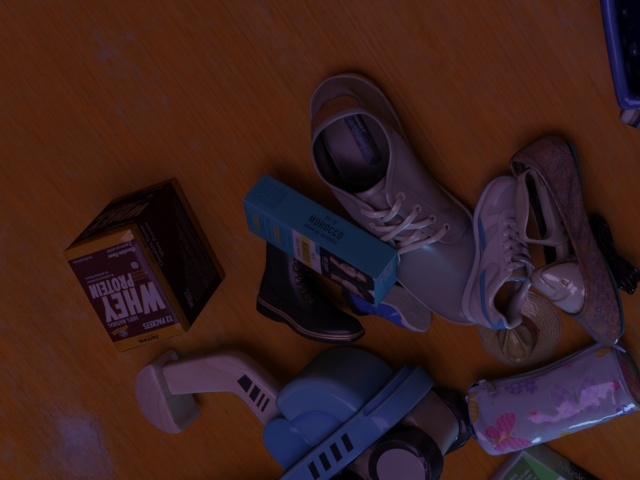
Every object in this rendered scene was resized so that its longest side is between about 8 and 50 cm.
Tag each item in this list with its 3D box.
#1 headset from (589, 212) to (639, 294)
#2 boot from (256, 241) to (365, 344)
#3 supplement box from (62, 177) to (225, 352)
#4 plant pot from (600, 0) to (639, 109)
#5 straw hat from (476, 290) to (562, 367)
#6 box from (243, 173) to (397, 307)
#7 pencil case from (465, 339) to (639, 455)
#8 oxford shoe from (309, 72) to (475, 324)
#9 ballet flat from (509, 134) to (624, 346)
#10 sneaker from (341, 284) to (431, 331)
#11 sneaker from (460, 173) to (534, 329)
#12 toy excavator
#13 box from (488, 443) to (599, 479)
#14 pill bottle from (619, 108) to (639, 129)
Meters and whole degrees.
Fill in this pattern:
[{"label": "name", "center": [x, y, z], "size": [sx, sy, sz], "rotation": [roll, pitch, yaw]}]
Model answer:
[{"label": "headset", "center": [0.539, -0.033, 1.727], "size": [0.394, 0.243, 0.185], "rotation": [-38, 76, 46]}, {"label": "boot", "center": [-0.017, 0.074, 1.994], "size": [0.198, 0.077, 0.137], "rotation": [18, 116, 27]}, {"label": "supplement box", "center": [-0.274, 0.038, 2.000], "size": [0.129, 0.194, 0.191], "rotation": [-17, 111, 23]}, {"label": "plant pot", "center": [0.478, -0.318, 1.588], "size": [0.236, 0.212, 0.235], "rotation": [-6, 114, 19]}, {"label": "straw hat", "center": [0.306, 0.153, 1.969], "size": [0.145, 0.061, 0.144], "rotation": [7, 119, 13]}, {"label": "box", "center": [0.000, 0.000, 1.919], "size": [0.244, 0.060, 0.100], "rotation": [31, 157, 18]}, {"label": "pencil case", "center": [0.364, 0.243, 1.970], "size": [0.273, 0.113, 0.124], "rotation": [-22, 84, 25]}, {"label": "oxford shoe", "center": [0.119, -0.041, 1.885], "size": [0.169, 0.130, 0.449], "rotation": [-27, 109, 21]}, {"label": "ballet flat", "center": [0.338, 0.010, 1.809], "size": [0.107, 0.106, 0.315], "rotation": [-26, 80, 65]}, {"label": "sneaker", "center": [0.101, 0.101, 2.008], "size": [0.152, 0.058, 0.085], "rotation": [29, 159, -29]}, {"label": "sneaker", "center": [0.274, 0.018, 1.856], "size": [0.092, 0.087, 0.228], "rotation": [17, 103, 56]}, {"label": "toy excavator", "center": [-0.039, 0.277, 2.077], "size": [0.445, 0.222, 0.433], "rotation": [49, 120, 4]}, {"label": "box", "center": [0.412, 0.494, 2.118], "size": [0.322, 0.058, 0.232], "rotation": [33, 121, -3]}, {"label": "pill bottle", "center": [0.502, -0.175, 1.723], "size": [0.169, 0.094, 0.094], "rotation": [23, 120, 4]}]
